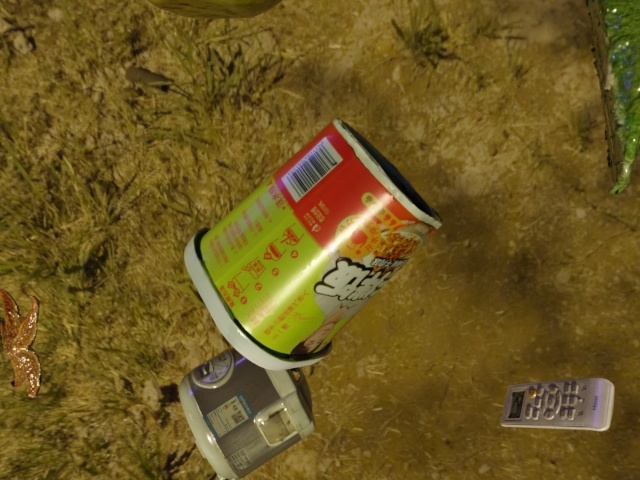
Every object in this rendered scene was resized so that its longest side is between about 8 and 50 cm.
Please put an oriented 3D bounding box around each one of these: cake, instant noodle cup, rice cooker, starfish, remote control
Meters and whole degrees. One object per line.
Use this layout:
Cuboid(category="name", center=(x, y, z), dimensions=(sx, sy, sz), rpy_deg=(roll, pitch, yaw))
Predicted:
Cuboid(category="cake", center=(0.327, -0.170, 0.466), dimensions=(0.099, 0.100, 0.235), rpy_deg=(-4, 73, 27))
Cuboid(category="instant noodle cup", center=(0.000, 0.000, 0.732), dimensions=(0.308, 0.294, 0.294), rpy_deg=(-43, 79, 17))
Cuboid(category="rice cooker", center=(-0.162, 0.381, 1.119), dimensions=(0.277, 0.288, 0.288), rpy_deg=(-28, 76, -13))
Cuboid(category="starfish", center=(-0.594, 0.195, 0.935), dimensions=(0.227, 0.240, 0.043), rpy_deg=(44, 26, 20))
Cuboid(category="remote control", center=(0.538, 0.382, 1.090), dimensions=(0.055, 0.313, 0.109), rpy_deg=(27, 65, -7))

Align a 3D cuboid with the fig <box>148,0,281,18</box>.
Cuboid(category="fig", center=(-0.176, -0.542, 0.803), dimensions=(0.344, 0.343, 0.343), rpy_deg=(3, 68, -9))
